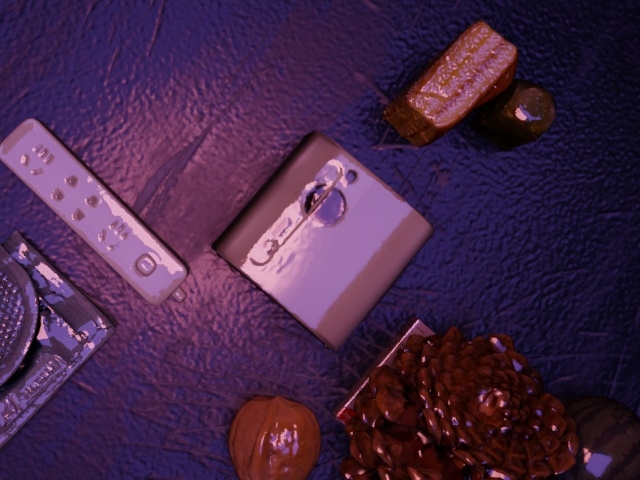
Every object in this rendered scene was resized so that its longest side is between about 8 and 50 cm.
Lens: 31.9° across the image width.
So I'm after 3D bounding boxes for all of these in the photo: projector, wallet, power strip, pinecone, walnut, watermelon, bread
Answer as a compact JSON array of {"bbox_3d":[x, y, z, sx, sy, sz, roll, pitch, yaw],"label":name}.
[{"bbox_3d":[0.000,0.000,1.769,0.248,0.248,0.249,41,86,-7],"label":"projector"},{"bbox_3d":[-0.525,0.183,1.792,0.237,0.075,0.342,44,86,-3],"label":"wallet"},{"bbox_3d":[-0.358,-0.037,1.814,0.385,0.062,0.091,45,88,-6],"label":"power strip"},{"bbox_3d":[0.195,0.344,1.764,0.384,0.384,0.385,0,91,-8],"label":"pinecone"},{"bbox_3d":[-0.077,0.334,1.821,0.166,0.149,0.167,2,97,20],"label":"walnut"},{"bbox_3d":[0.450,0.361,1.860,0.212,0.212,0.212,0,91,-8],"label":"watermelon"},{"bbox_3d":[0.210,-0.243,1.801,0.110,0.234,0.184,44,86,-4],"label":"bread"}]

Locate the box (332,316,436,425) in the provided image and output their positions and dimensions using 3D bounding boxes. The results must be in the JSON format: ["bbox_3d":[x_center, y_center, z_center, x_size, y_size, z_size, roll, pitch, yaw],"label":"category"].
[{"bbox_3d":[0.111,0.228,1.893,0.055,0.039,0.218,40,86,-8],"label":"box"}]

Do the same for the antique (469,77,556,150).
[{"bbox_3d":[0.320,-0.206,1.823,0.081,0.221,0.080,34,86,-6],"label":"antique"}]
